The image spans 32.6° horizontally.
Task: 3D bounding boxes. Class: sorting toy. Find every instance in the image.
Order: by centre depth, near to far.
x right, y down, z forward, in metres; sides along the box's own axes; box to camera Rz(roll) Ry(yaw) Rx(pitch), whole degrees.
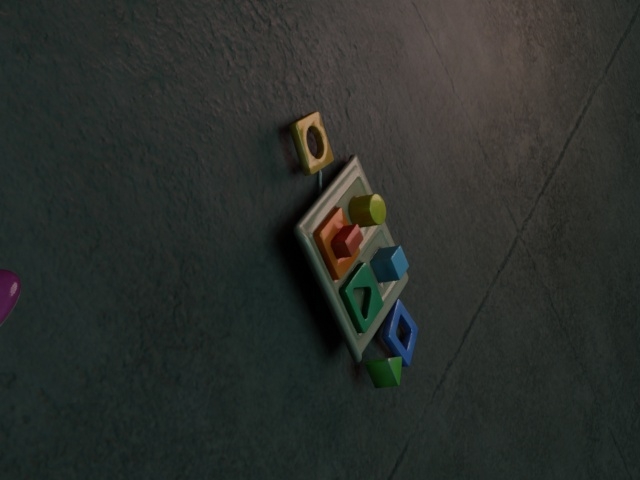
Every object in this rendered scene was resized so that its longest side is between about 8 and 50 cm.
[{"bbox_3d":[0.050,0.014,1.267,0.347,0.047,0.196,65,32,-23],"label":"sorting toy"}]

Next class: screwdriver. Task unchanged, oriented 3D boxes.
[{"bbox_3d":[0.000,0.000,1.252,0.025,0.024,0.170,37,51,-78],"label":"screwdriver"}]

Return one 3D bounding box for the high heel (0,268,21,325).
[{"bbox_3d":[-0.329,0.050,0.782,0.244,0.082,0.117,-31,121,-35],"label":"high heel"}]
